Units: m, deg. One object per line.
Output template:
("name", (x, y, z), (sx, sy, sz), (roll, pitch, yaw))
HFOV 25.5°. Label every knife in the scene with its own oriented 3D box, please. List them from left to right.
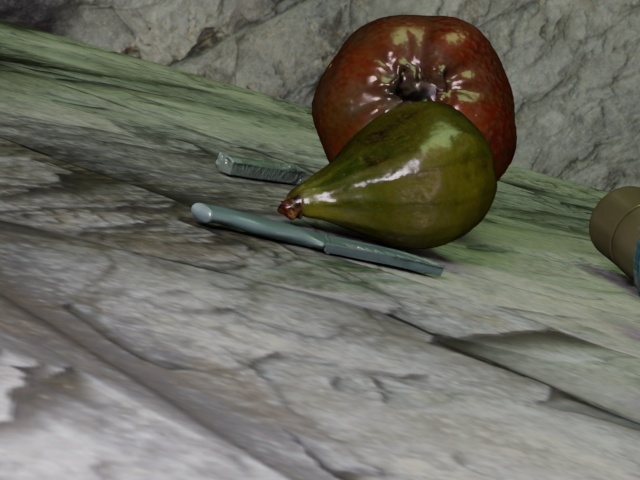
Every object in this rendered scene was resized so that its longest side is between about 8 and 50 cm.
("knife", (0.000, 0.001, 1.068), (0.210, 0.015, 0.028), (13, 2, -26))

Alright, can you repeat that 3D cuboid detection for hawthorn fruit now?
("hawthorn fruit", (0.102, -0.112, 1.452), (0.211, 0.210, 0.262), (19, -14, 16))

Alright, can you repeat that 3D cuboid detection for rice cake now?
("rice cake", (-0.058, -0.071, 1.396), (0.022, 0.021, 0.121), (34, 16, 32))

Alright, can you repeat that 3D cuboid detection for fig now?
("fig", (0.057, -0.040, 1.206), (0.133, 0.185, 0.126), (57, -6, 38))

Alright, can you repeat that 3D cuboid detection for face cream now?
("face cream", (0.370, 0.042, 1.350), (0.137, 0.084, 0.341), (11, 18, -23))

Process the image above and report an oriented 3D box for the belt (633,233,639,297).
("belt", (0.331, 0.028, 1.113), (0.163, 0.147, 0.082), (46, 9, 4))
